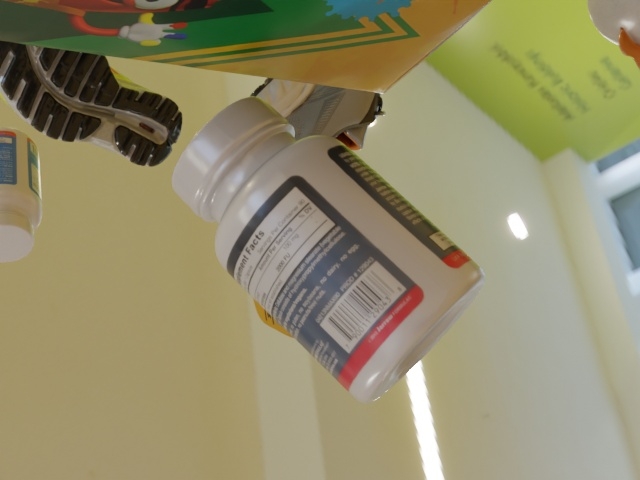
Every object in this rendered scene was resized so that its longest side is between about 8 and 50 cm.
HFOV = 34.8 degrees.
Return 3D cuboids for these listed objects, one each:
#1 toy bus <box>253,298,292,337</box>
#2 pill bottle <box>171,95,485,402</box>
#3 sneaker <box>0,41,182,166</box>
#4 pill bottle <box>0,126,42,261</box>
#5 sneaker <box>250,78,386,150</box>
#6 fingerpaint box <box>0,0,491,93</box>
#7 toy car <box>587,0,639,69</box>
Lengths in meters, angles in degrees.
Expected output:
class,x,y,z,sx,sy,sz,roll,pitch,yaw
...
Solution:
class,x,y,z,sx,sy,sz,roll,pitch,yaw
toy bus,-0.053,-0.036,1.495,0.108,0.130,0.333,-20,-66,-29
pill bottle,0.000,0.000,0.618,0.180,0.108,0.108,44,-155,14
sneaker,-0.204,-0.120,0.807,0.094,0.081,0.208,27,175,32
pill bottle,-0.534,-0.075,1.715,0.124,0.124,0.222,33,-150,-41
sneaker,0.028,-0.155,0.972,0.108,0.100,0.271,42,-107,-2
fingerpaint box,-0.109,-0.335,0.623,0.371,0.163,0.445,1,-112,-33
toy car,0.363,-0.297,1.122,0.210,0.219,0.238,-7,-85,-41
